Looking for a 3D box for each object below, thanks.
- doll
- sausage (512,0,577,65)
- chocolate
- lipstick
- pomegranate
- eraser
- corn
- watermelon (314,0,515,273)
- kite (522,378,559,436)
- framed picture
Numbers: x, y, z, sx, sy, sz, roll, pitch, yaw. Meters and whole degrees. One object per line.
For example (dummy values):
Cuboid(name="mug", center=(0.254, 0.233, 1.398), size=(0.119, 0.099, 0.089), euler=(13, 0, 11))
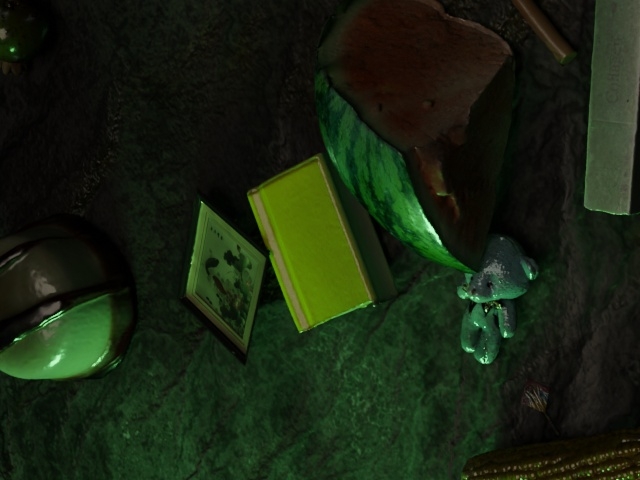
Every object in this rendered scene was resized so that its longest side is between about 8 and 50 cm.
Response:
Cuboid(name="doll", center=(0.206, 0.073, 1.891), size=(0.120, 0.075, 0.180), euler=(32, 117, 33))
Cuboid(name="sausage", center=(0.266, -0.262, 1.807), size=(0.026, 0.026, 0.116), euler=(-47, 70, 35))
Cuboid(name="chocolate", center=(-0.444, 0.101, 2.342), size=(0.283, 0.186, 0.284), euler=(9, 105, 37))
Cuboid(name="lipstick", center=(0.354, -0.192, 1.724), size=(0.066, 0.068, 0.317), euler=(11, 105, 36))
Cuboid(name="pomegranate", center=(-0.480, -0.316, 2.345), size=(0.114, 0.114, 0.142), euler=(40, 145, 25))
Cuboid(name="eraser", center=(0.000, 0.000, 2.043), size=(0.158, 0.069, 0.226), euler=(-25, 83, 43))
Cuboid(name="corn", center=(0.307, 0.287, 1.849), size=(0.320, 0.097, 0.097), euler=(-14, 90, 41))
Cuboid(name="watermelon", center=(0.081, -0.153, 1.827), size=(0.292, 0.222, 0.319), euler=(24, 101, 32))
Cuboid(name="kite", center=(0.285, 0.208, 1.903), size=(0.078, 0.002, 0.044), euler=(43, 122, 25))
Cuboid(name="framed picture", center=(-0.141, 0.051, 2.163), size=(0.195, 0.010, 0.199), euler=(40, 129, 39))
